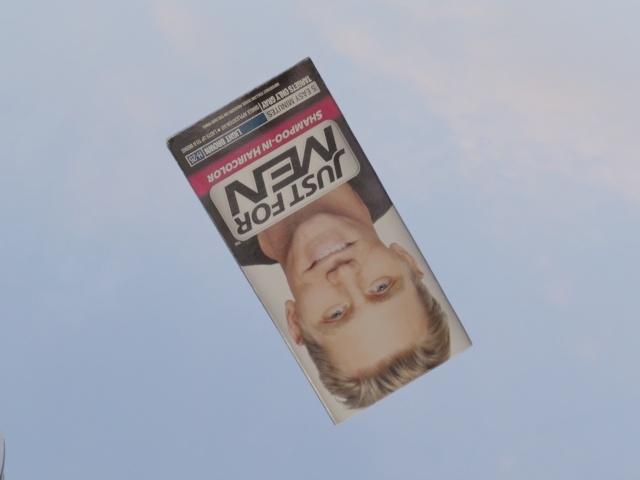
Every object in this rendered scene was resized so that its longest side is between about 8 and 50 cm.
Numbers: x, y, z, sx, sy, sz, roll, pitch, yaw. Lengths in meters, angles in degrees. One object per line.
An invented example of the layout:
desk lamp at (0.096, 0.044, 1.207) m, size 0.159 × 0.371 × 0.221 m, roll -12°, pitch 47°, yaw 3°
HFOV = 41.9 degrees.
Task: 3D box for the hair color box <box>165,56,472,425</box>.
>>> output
hair color box at (0.000, 0.000, 0.895) m, size 0.174 × 0.347 × 0.105 m, roll -31°, pitch -172°, yaw 0°

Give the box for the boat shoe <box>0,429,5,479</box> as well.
boat shoe at (-0.315, 0.285, 0.734) m, size 0.096 × 0.088 × 0.267 m, roll -23°, pitch -136°, yaw 10°
